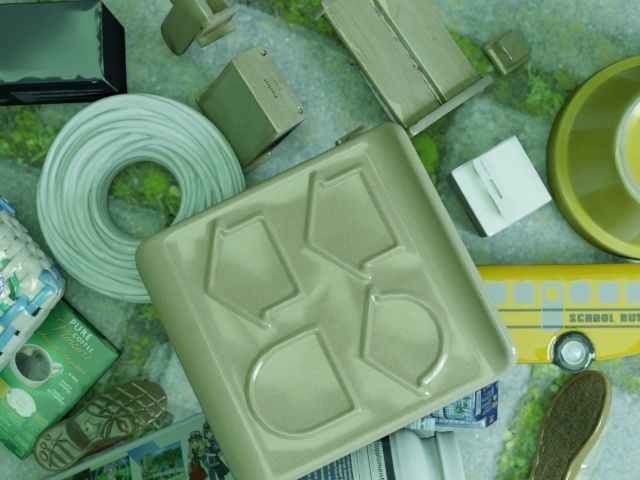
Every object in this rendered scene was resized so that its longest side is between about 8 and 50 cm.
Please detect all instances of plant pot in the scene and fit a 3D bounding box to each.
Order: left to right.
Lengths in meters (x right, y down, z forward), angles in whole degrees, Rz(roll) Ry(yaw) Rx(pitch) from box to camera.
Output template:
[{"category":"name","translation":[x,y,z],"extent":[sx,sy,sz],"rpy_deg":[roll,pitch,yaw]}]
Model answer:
[{"category":"plant pot","translation":[0.404,-0.102,1.744],"extent":[0.254,0.239,0.254],"rpy_deg":[0,90,2]}]

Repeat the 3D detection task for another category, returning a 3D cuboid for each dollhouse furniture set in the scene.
[{"category":"dollhouse furniture set","translation":[0.025,-0.249,1.845],"extent":[0.355,0.174,0.303],"rpy_deg":[-33,90,-23]}]

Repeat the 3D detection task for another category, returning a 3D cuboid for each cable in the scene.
[{"category":"cable","translation":[-0.218,-0.051,1.828],"extent":[0.257,0.089,0.257],"rpy_deg":[5,92,4]}]

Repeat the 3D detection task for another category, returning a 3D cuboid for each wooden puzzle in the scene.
[{"category":"wooden puzzle","translation":[0.004,0.078,1.685],"extent":[0.348,0.080,0.322],"rpy_deg":[-27,78,2]}]

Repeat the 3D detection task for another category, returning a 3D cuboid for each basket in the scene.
[{"category":"basket","translation":[-0.461,0.028,1.758],"extent":[0.289,0.201,0.255],"rpy_deg":[38,91,-2]}]

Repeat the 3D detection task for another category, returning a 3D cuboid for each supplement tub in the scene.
[{"category":"supplement tub","translation":[0.038,0.329,1.772],"extent":[0.272,0.191,0.191],"rpy_deg":[-8,90,1]}]

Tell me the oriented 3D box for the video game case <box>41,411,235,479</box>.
[{"category":"video game case","translation":[-0.204,0.383,1.730],"extent":[0.329,0.036,0.300],"rpy_deg":[-25,62,29]}]

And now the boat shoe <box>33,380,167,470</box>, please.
[{"category":"boat shoe","translation":[-0.275,0.229,1.846],"extent":[0.178,0.060,0.064],"rpy_deg":[-28,84,-11]}]

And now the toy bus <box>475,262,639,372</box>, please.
[{"category":"toy bus","translation":[0.238,0.094,1.810],"extent":[0.332,0.108,0.130],"rpy_deg":[-1,90,1]}]

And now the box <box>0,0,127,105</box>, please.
[{"category":"box","translation":[-0.377,-0.222,1.787],"extent":[0.261,0.184,0.103],"rpy_deg":[-2,90,1]}]

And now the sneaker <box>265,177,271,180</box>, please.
[{"category":"sneaker","translation":[0.000,0.000,1.828],"extent":[0.236,0.104,0.095],"rpy_deg":[43,90,-21]}]

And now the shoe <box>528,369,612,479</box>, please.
[{"category":"shoe","translation":[0.307,0.265,1.840],"extent":[0.076,0.058,0.219],"rpy_deg":[22,86,34]}]

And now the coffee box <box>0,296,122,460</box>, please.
[{"category":"coffee box","translation":[-0.349,0.172,1.856],"extent":[0.113,0.040,0.184],"rpy_deg":[41,91,2]}]

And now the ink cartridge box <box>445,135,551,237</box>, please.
[{"category":"ink cartridge box","translation":[0.215,-0.064,1.794],"extent":[0.090,0.143,0.092],"rpy_deg":[-31,90,1]}]

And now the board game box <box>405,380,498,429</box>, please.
[{"category":"board game box","translation":[0.106,0.194,1.794],"extent":[0.194,0.194,0.060],"rpy_deg":[1,89,16]}]
